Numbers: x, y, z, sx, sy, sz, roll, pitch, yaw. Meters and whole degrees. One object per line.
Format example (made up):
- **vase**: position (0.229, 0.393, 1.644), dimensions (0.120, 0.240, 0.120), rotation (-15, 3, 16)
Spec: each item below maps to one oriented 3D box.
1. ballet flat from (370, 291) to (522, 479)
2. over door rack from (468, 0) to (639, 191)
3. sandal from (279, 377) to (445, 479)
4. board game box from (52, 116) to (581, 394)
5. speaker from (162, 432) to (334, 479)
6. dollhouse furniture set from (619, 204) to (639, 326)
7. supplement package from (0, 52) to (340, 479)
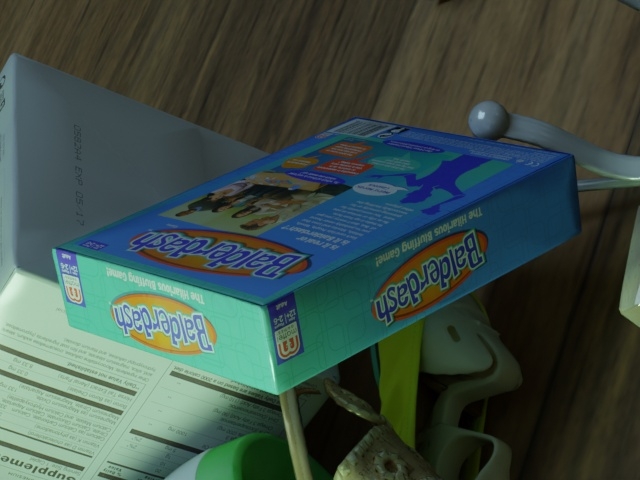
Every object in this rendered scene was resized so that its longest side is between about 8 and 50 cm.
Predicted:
- **ballet flat**: position (0.066, 0.094, 1.004), dimensions (0.077, 0.077, 0.231), rotation (-16, 55, 40)
- **over door rack**: position (0.118, -0.126, 1.111), dimensions (0.324, 0.108, 0.239), rotation (-15, 48, 48)
- **sandal**: position (0.030, 0.140, 0.923), dimensions (0.079, 0.088, 0.240), rotation (-10, 63, 0)
- **board game box**: position (0.000, 0.000, 0.956), dimensions (0.210, 0.047, 0.160), rotation (-25, 26, -36)
- **speaker**: position (-0.110, 0.231, 1.058), dimensions (0.296, 0.131, 0.131), rotation (-40, 34, 23)
- **dollhouse furniture set**: position (0.206, -0.011, 0.634), dimensions (0.303, 0.355, 0.174), rotation (-21, 44, 45)
- **supplement package**: position (-0.147, 0.075, 1.138), dimensions (0.262, 0.198, 0.199), rotation (-54, 28, 30)
